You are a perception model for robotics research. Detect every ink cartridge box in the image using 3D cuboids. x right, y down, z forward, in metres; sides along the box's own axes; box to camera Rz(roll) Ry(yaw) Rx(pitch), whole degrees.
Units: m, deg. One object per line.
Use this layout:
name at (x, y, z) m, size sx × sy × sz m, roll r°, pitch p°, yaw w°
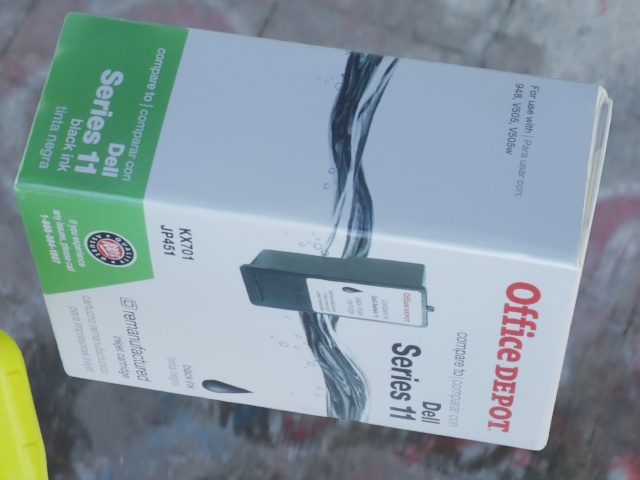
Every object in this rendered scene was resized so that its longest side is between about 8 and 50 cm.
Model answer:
ink cartridge box at (0.000, 0.000, 0.719) m, size 0.208 × 0.153 × 0.087 m, roll 8°, pitch 58°, yaw 7°

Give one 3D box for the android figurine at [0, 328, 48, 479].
android figurine at (-0.207, 0.089, 0.576) m, size 0.248 × 0.056 × 0.273 m, roll -15°, pitch 90°, yaw -21°
